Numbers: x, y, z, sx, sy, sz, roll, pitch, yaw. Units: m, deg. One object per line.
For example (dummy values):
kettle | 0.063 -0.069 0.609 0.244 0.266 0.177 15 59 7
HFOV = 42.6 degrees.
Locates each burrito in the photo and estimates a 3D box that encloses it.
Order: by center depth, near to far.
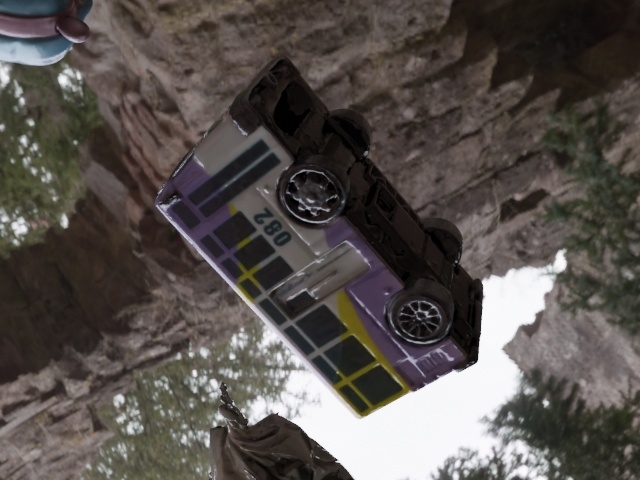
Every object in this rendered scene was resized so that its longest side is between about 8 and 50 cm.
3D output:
burrito | 0.019 0.277 0.633 0.139 0.445 0.101 -44 -150 -20

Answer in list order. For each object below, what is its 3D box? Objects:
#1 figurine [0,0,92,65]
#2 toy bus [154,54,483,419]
figurine | -0.245 -0.258 0.748 0.205 0.103 0.260 8 -130 -25
toy bus | 0.000 0.000 1.091 0.440 0.249 0.209 48 -152 -14
